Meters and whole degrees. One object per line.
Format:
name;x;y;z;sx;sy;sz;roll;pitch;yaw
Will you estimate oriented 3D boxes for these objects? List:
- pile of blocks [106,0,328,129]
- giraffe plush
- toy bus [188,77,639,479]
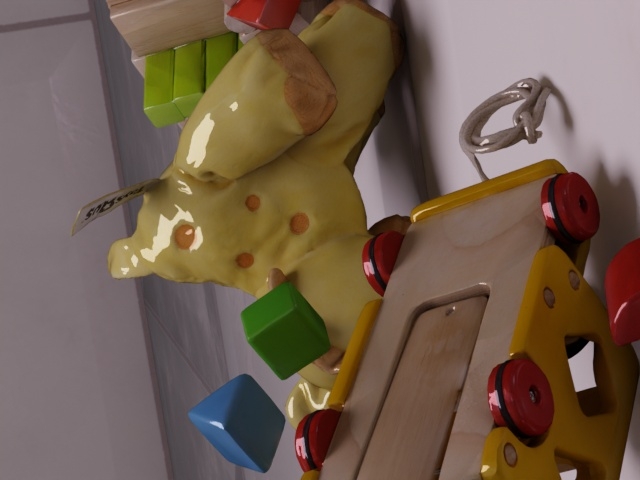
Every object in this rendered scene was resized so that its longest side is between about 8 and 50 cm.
pile of blocks;-0.057;-0.148;0.966;0.362;0.149;0.112;96;173;-54
giraffe plush;0.000;0.000;0.895;0.170;0.210;0.181;44;149;12
toy bus;0.070;0.056;0.650;0.104;0.202;0.191;51;175;-27
